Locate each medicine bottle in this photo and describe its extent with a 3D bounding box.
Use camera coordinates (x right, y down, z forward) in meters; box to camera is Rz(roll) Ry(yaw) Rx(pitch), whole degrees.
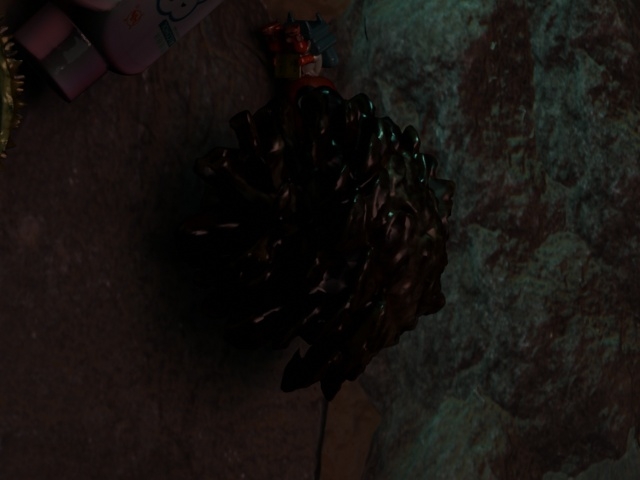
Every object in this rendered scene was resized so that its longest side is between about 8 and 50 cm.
[{"bbox_3d":[-0.181,-0.213,1.604,0.188,0.094,0.119,-43,155,-8],"label":"medicine bottle"}]

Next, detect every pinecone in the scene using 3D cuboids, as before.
[{"bbox_3d":[-0.007,-0.001,1.721,0.296,0.242,0.298,50,47,-37],"label":"pinecone"}]

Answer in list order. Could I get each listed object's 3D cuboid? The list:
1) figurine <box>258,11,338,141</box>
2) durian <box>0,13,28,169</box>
[{"bbox_3d":[-0.015,-0.164,1.859,0.075,0.068,0.140,-34,119,-48],"label":"figurine"},{"bbox_3d":[-0.318,-0.141,1.491,0.139,0.144,0.252,-18,107,-26],"label":"durian"}]
